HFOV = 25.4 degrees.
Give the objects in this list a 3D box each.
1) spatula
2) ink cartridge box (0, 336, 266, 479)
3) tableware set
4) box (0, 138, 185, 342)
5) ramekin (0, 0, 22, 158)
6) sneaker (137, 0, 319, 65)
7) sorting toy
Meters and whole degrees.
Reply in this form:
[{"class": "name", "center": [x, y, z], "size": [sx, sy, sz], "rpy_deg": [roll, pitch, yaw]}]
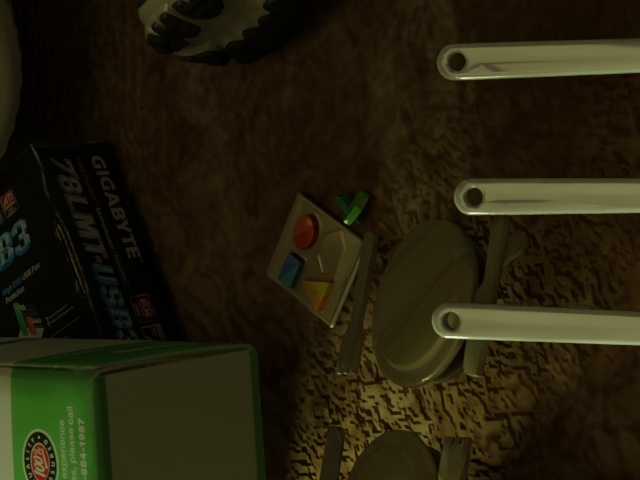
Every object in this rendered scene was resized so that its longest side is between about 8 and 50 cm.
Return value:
[{"class": "spatula", "center": [0.161, -0.023, 0.603], "size": [0.242, 0.019, 0.168], "rpy_deg": [2, 95, 29]}, {"class": "ink cartridge box", "center": [-0.172, 0.162, 0.809], "size": [0.289, 0.121, 0.211], "rpy_deg": [-1, 94, 41]}, {"class": "tableware set", "center": [0.053, 0.087, 0.713], "size": [0.128, 0.039, 0.194], "rpy_deg": [-7, 70, 60]}, {"class": "box", "center": [-0.198, 0.128, 0.957], "size": [0.295, 0.073, 0.293], "rpy_deg": [-34, 71, 39]}, {"class": "ramekin", "center": [-0.310, -0.110, 0.876], "size": [0.127, 0.273, 0.273], "rpy_deg": [38, 122, 58]}, {"class": "sneaker", "center": [-0.011, -0.199, 0.727], "size": [0.279, 0.107, 0.118], "rpy_deg": [-30, 64, 38]}, {"class": "sorting toy", "center": [0.000, 0.000, 0.798], "size": [0.062, 0.012, 0.083], "rpy_deg": [40, 121, 33]}]
